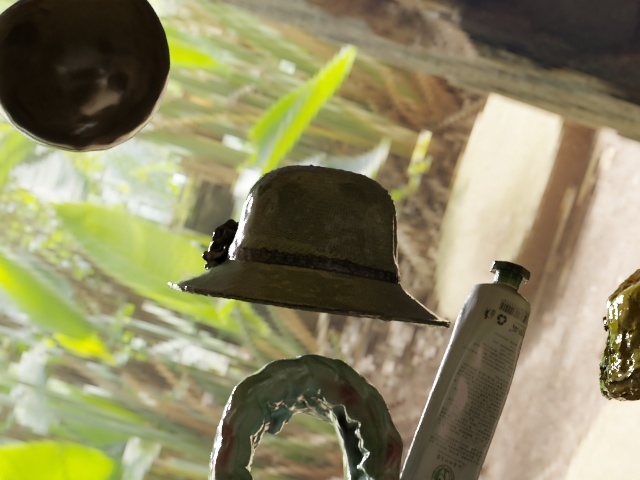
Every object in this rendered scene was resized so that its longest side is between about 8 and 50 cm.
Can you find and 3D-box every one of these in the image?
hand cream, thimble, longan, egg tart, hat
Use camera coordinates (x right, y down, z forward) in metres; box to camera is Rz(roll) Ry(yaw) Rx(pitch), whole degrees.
[{"bbox_3d":[0.185,0.186,1.777,0.076,0.121,0.336,-1,64,55],"label":"hand cream"},{"bbox_3d":[-0.024,0.221,1.384,0.211,0.185,0.149,-43,-10,-15],"label":"thimble"},{"bbox_3d":[-0.308,-0.227,1.794,0.248,0.248,0.248,-162,90,-82],"label":"longan"},{"bbox_3d":[0.414,0.065,1.596,0.294,0.123,0.294,-36,-7,-5],"label":"egg tart"},{"bbox_3d":[0.000,0.000,1.287,0.257,0.257,0.130,169,110,-81],"label":"hat"}]
